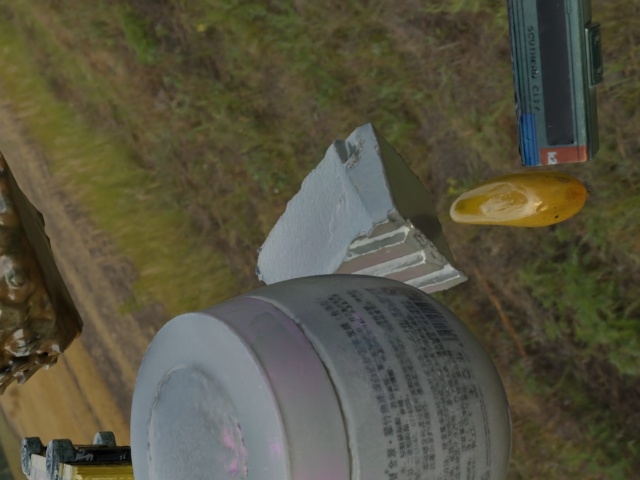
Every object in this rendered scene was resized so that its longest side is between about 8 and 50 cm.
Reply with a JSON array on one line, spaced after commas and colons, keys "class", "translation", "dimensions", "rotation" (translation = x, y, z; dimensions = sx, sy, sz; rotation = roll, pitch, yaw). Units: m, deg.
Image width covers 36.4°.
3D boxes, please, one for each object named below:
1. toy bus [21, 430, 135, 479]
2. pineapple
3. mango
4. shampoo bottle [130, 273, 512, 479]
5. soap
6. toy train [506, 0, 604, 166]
[{"class": "toy bus", "translation": [-0.278, 0.296, 1.170], "dimensions": [0.335, 0.121, 0.122], "rotation": [161, 110, -63]}, {"class": "pineapple", "translation": [-0.356, 0.063, 0.680], "dimensions": [0.202, 0.362, 0.202], "rotation": [54, 161, 29]}, {"class": "mango", "translation": [0.271, -0.056, 1.328], "dimensions": [0.098, 0.190, 0.075], "rotation": [72, -164, -65]}, {"class": "shampoo bottle", "translation": [-0.002, 0.165, 0.819], "dimensions": [0.273, 0.266, 0.272], "rotation": [3, 93, 54]}, {"class": "soap", "translation": [0.000, 0.000, 1.256], "dimensions": [0.258, 0.302, 0.158], "rotation": [38, -145, -59]}, {"class": "toy train", "translation": [0.216, -0.278, 0.919], "dimensions": [0.089, 0.086, 0.409], "rotation": [-1, 107, 21]}]
